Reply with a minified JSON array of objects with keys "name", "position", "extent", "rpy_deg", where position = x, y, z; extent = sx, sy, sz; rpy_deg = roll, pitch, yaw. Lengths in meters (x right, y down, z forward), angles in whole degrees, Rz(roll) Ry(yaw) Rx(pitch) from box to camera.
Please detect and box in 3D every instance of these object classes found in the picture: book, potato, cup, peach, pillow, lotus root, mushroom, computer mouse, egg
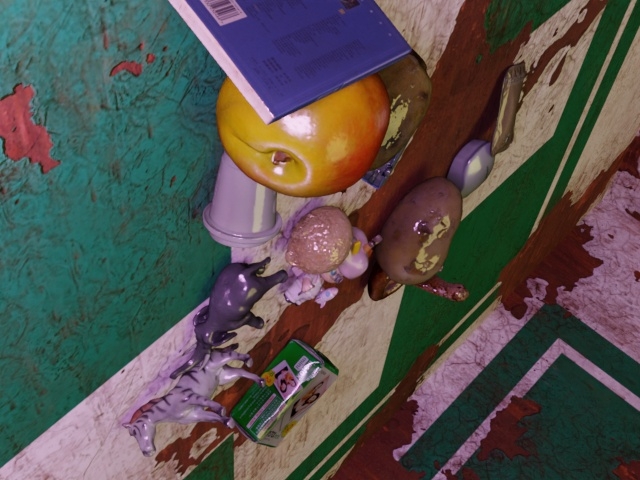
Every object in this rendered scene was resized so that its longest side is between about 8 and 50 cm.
[{"name":"book","position":[-0.028,-0.258,1.108],"extent":[0.269,0.191,0.025],"rpy_deg":[-33,174,-41]},{"name":"potato","position":[0.219,-0.022,2.068],"extent":[0.165,0.165,0.262],"rpy_deg":[-11,126,-60]},{"name":"cup","position":[-0.111,-0.072,1.363],"extent":[0.120,0.120,0.141],"rpy_deg":[-29,135,-46]},{"name":"peach","position":[-0.022,-0.166,1.216],"extent":[0.231,0.231,0.231],"rpy_deg":[-43,158,-22]},{"name":"pillow","position":[0.435,-0.303,2.160],"extent":[0.130,0.033,0.218],"rpy_deg":[-27,131,-53]},{"name":"lotus root","position":[0.068,-0.187,1.477],"extent":[0.278,0.154,0.154],"rpy_deg":[-52,159,3]},{"name":"mushroom","position":[0.243,0.093,2.199],"extent":[0.227,0.217,0.148],"rpy_deg":[-50,160,-5]},{"name":"computer mouse","position":[0.362,-0.154,2.253],"extent":[0.128,0.079,0.231],"rpy_deg":[-40,159,-24]},{"name":"egg","position":[0.000,0.000,1.703],"extent":[0.140,0.118,0.116],"rpy_deg":[-57,-160,-11]}]

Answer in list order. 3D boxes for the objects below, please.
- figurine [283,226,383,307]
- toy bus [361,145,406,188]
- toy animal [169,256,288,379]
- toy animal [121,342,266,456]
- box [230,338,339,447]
[{"name":"figurine","position":[0.022,0.046,1.830],"extent":[0.229,0.112,0.137],"rpy_deg":[-41,153,9]},{"name":"toy bus","position":[0.133,-0.174,1.776],"extent":[0.153,0.051,0.061],"rpy_deg":[-62,170,24]},{"name":"toy animal","position":[-0.160,0.132,1.626],"extent":[0.137,0.082,0.269],"rpy_deg":[-7,136,-58]},{"name":"toy animal","position":[-0.215,0.283,1.645],"extent":[0.255,0.170,0.090],"rpy_deg":[-39,132,-28]},{"name":"box","position":[-0.081,0.353,2.118],"extent":[0.250,0.103,0.180],"rpy_deg":[-51,159,-3]}]
